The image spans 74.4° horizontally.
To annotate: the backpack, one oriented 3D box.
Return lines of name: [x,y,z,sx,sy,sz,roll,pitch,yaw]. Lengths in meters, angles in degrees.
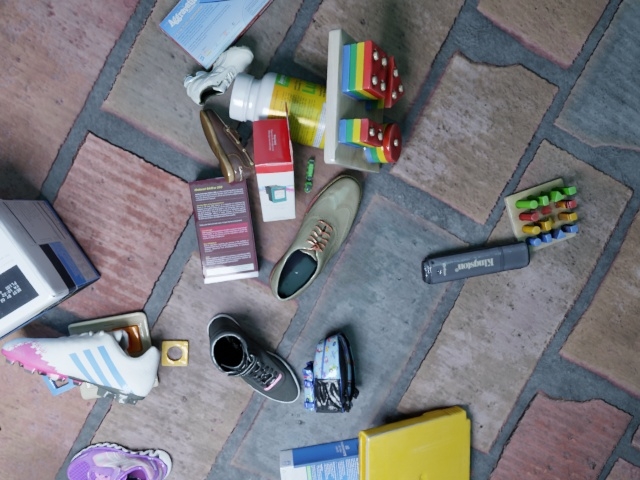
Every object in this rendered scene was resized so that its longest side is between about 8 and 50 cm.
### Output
backpack: [0.023,0.313,1.019,0.117,0.158,0.173,-6,82,12]

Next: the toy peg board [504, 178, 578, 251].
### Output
toy peg board: [0.583,-0.060,1.080,0.161,0.079,0.160,-19,97,-4]

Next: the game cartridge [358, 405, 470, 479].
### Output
game cartridge: [0.245,0.590,1.073,0.324,0.053,0.285,-2,94,-27]

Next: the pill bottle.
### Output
pill bottle: [-0.073,-0.298,0.954,0.246,0.136,0.136,12,94,-7]

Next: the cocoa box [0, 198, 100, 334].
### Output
cocoa box: [-0.707,0.094,0.874,0.347,0.228,0.231,-32,97,-3]

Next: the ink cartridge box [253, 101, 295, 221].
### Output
ink cartridge box: [-0.098,-0.163,0.903,0.078,0.231,0.134,-5,56,-5]

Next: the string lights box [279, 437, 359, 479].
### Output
string lights box: [0.032,0.601,1.081,0.260,0.077,0.133,-7,97,-6]

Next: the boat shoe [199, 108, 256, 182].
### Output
boat shoe: [-0.212,-0.219,0.959,0.073,0.073,0.207,-21,70,-20]

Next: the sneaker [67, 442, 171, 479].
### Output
sneaker: [-0.487,0.557,1.006,0.237,0.104,0.095,6,96,-6]

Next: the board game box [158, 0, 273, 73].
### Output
board game box: [-0.222,-0.543,0.970,0.145,0.027,0.281,42,90,-10]

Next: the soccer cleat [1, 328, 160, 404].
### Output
soccer cleat: [-0.520,0.254,0.942,0.331,0.116,0.143,18,65,0]

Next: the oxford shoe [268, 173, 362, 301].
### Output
oxford shoe: [0.000,0.000,0.994,0.123,0.130,0.348,29,92,-8]

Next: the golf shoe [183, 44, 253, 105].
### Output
golf shoe: [-0.219,-0.365,0.953,0.176,0.069,0.086,-33,63,4]

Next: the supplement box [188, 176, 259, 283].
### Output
supplement box: [-0.224,-0.028,0.995,0.130,0.073,0.239,-7,96,-7]

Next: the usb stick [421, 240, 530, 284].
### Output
usb stick: [0.398,0.057,1.079,0.278,0.045,0.077,-10,110,-2]

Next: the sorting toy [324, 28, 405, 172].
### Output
sorting toy: [0.111,-0.286,0.914,0.089,0.255,0.257,5,96,28]

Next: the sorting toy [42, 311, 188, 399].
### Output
sorting toy: [-0.496,0.280,1.007,0.348,0.047,0.196,-10,96,-6]

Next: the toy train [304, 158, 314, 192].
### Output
toy train: [-0.026,-0.158,1.030,0.017,0.024,0.083,7,95,-7]

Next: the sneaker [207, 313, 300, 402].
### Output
sneaker: [-0.160,0.306,0.998,0.104,0.147,0.296,-44,100,-3]
